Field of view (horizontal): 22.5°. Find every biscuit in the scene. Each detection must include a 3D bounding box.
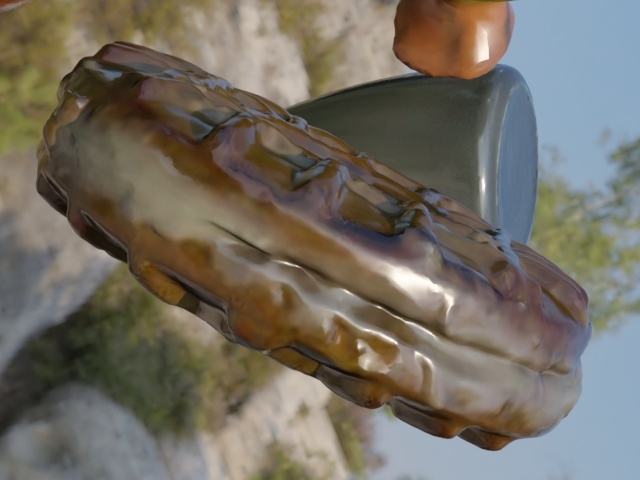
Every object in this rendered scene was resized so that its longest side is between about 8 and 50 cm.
[{"bbox_3d":[0.000,0.000,0.872,0.332,0.103,0.332,29,5,-3],"label":"biscuit"}]

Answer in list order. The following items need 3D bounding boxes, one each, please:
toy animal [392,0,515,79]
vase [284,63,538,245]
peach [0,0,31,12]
[{"bbox_3d":[0.121,-0.269,1.061,0.338,0.191,0.216,76,34,-54],"label":"toy animal"},{"bbox_3d":[0.005,-0.058,1.312,0.173,0.321,0.173,2,90,-71],"label":"vase"},{"bbox_3d":[-0.433,-0.407,1.933,0.281,0.338,0.281,2,90,-84],"label":"peach"}]
